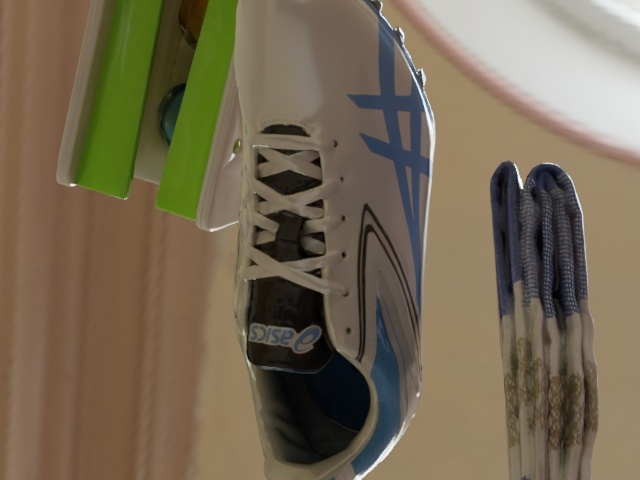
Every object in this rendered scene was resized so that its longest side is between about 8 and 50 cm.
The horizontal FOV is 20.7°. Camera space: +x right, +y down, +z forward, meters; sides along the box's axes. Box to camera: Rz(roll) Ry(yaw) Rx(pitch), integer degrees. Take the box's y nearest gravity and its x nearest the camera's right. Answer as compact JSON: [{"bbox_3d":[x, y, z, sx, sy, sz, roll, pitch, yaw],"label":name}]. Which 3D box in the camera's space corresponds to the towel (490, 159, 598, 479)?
[{"bbox_3d":[0.087,0.139,0.627,0.209,0.034,0.285,79,-171,-58],"label":"towel"}]

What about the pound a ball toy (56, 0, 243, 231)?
[{"bbox_3d":[-0.116,-0.192,1.269,0.136,0.208,0.319,-28,-46,-70],"label":"pound a ball toy"}]

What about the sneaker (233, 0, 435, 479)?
[{"bbox_3d":[0.000,0.000,0.732,0.086,0.085,0.237,-47,-43,-55],"label":"sneaker"}]
